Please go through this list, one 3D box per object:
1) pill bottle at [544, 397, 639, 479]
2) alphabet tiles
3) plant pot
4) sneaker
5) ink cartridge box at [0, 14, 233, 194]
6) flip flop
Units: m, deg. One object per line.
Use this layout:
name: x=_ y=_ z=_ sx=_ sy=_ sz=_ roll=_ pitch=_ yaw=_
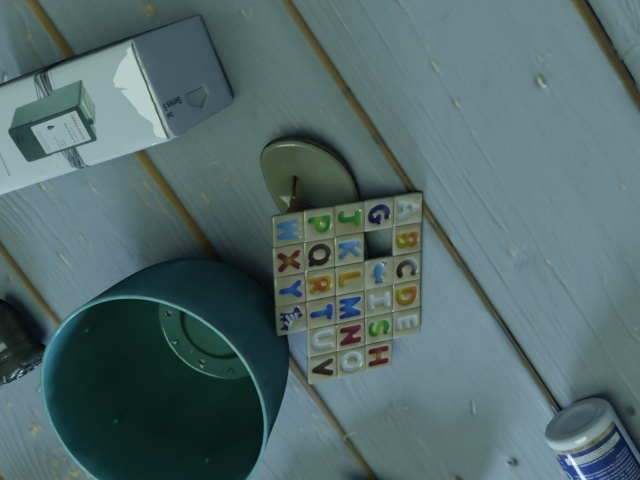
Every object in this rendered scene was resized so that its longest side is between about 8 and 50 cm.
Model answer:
pill bottle: x=0.364 y=0.292 z=1.299 sx=0.094 sy=0.094 sz=0.169 roll=-28 pitch=101 yaw=24
alphabet tiles: x=0.036 y=0.064 z=1.283 sx=0.198 sy=0.009 sz=0.237 roll=-10 pitch=114 yaw=-20
plant pot: x=-0.172 y=0.156 z=1.322 sx=0.292 sy=0.235 sz=0.293 roll=6 pitch=113 yaw=14
sneaker: x=-0.535 y=0.181 z=1.526 sx=0.286 sy=0.109 sz=0.130 roll=-30 pitch=91 yaw=18
ink cartridge box: x=-0.280 y=-0.162 z=1.237 sx=0.289 sy=0.211 sz=0.122 roll=-15 pitch=105 yaw=20
flip flop: x=0.000 y=0.000 z=1.292 sx=0.112 sy=0.080 sz=0.277 roll=-10 pitch=109 yaw=20
